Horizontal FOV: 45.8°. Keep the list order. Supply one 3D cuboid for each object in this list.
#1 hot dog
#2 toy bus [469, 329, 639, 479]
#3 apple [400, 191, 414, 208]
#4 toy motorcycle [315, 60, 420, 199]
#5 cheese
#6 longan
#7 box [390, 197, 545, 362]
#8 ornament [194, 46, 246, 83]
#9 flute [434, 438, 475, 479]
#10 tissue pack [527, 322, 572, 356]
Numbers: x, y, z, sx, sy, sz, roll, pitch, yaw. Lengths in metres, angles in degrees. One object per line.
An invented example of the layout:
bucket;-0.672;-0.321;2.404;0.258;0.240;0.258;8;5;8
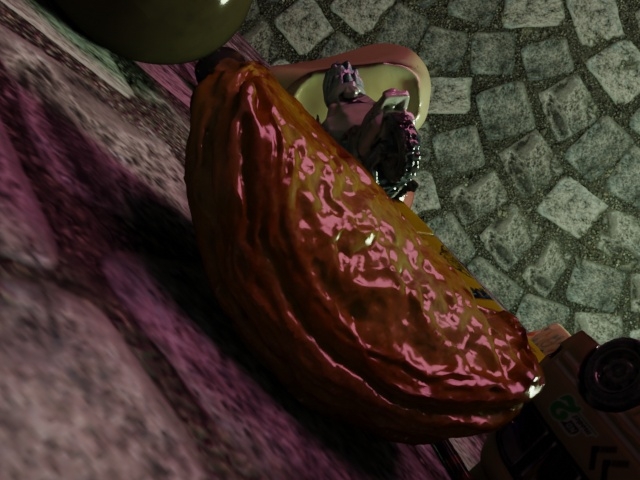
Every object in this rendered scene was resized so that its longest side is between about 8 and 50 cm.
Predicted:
hot dog;0.004;0.016;0.450;0.259;0.114;0.175;44;14;-7
toy bus;0.215;0.195;0.457;0.139;0.157;0.289;40;12;-32
apple;0.072;-0.085;1.150;0.153;0.120;0.153;44;9;-8
toy motorcycle;0.044;-0.136;0.910;0.108;0.239;0.204;-5;75;-33
cheese;0.029;-0.210;1.116;0.233;0.265;0.127;-128;-151;-65
longan;-0.158;-0.264;0.695;0.220;0.196;0.197;36;13;-36
box;0.086;0.044;0.737;0.153;0.041;0.279;4;35;-36
ornament;-0.081;-0.152;0.890;0.202;0.080;0.236;48;9;-12
flute;0.096;0.159;0.525;0.014;0.014;0.269;39;11;-34
tissue pack;0.363;0.217;1.120;0.196;0.092;0.148;-48;113;-82
